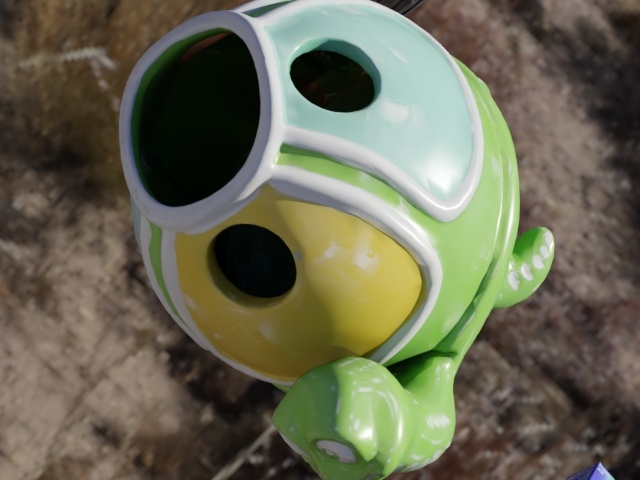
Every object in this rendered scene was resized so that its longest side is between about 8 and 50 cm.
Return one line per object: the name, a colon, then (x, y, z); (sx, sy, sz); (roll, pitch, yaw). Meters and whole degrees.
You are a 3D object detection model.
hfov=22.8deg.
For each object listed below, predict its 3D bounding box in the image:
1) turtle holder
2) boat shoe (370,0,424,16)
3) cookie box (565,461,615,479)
turtle holder: (-0.014, -0.005, 0.989); (0.227, 0.243, 0.320); (30, 65, -50)
boat shoe: (0.153, -0.288, 1.510); (0.092, 0.285, 0.103); (64, 22, -7)
cookie box: (0.227, 0.250, 1.300); (0.092, 0.040, 0.107); (49, 39, -5)
